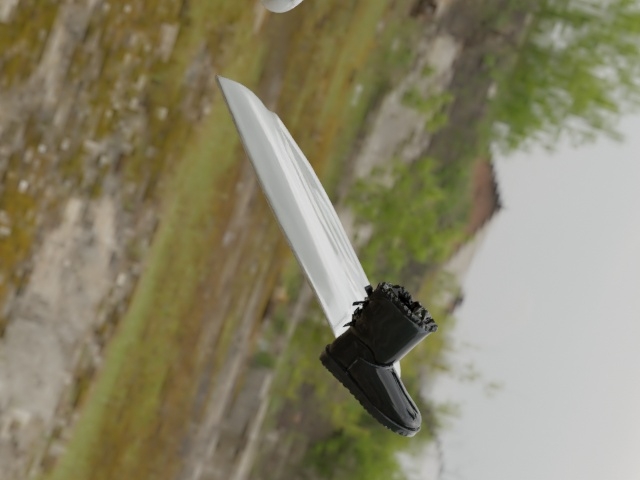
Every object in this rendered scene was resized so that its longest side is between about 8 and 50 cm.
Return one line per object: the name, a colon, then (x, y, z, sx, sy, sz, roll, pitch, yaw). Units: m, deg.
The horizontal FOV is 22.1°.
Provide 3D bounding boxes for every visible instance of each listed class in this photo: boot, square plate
boot: (0.066, 0.103, 1.455, 0.099, 0.121, 0.045, -50, 172, 22)
square plate: (0.000, 0.000, 1.936, 0.344, 0.049, 0.347, 64, 4, 21)

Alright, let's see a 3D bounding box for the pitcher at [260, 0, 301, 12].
pitcher: (0.008, -0.324, 1.605, 0.207, 0.125, 0.177, -36, -135, 15)
